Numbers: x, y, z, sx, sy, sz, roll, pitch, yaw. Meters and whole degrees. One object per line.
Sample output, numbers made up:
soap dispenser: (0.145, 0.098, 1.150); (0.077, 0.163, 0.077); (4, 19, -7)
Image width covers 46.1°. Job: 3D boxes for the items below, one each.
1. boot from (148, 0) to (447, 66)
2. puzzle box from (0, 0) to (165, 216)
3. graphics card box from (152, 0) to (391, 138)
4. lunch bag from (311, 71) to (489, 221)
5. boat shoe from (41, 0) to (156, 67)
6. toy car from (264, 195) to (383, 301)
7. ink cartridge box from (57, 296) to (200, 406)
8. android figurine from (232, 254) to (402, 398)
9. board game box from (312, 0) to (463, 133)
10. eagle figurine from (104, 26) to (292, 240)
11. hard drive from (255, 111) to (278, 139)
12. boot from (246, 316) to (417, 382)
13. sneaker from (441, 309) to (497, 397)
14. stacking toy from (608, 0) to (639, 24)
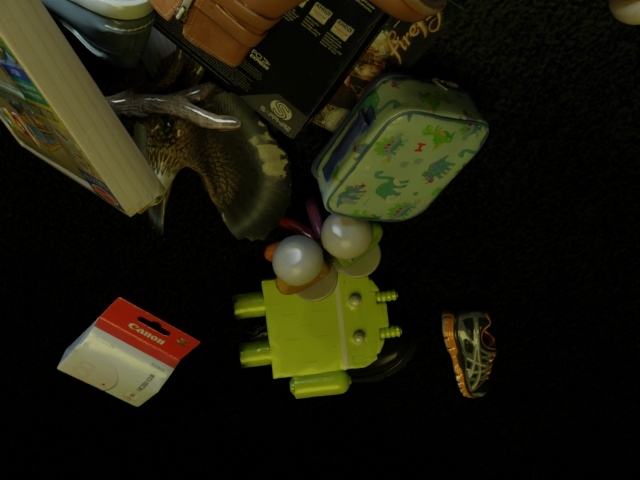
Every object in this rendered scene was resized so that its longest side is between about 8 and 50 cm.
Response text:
boot: (-0.040, -0.243, 0.711); (0.283, 0.109, 0.220); (39, 127, 1)
puzzle box: (-0.349, -0.189, 0.871); (0.409, 0.052, 0.272); (25, 151, 50)
graphics card box: (-0.012, -0.312, 0.785); (0.233, 0.094, 0.371); (38, 128, -2)
lunch bag: (0.100, -0.120, 1.000); (0.176, 0.090, 0.219); (3, 143, -31)
boat shoe: (-0.325, -0.297, 0.855); (0.320, 0.116, 0.099); (29, 138, 14)
toy car: (0.000, 0.000, 1.135); (0.182, 0.136, 0.159); (-29, 158, 2)
ink cartridge box: (-0.377, 0.226, 1.470); (0.189, 0.066, 0.232); (33, 134, -22)
android figurine: (-0.003, 0.135, 1.242); (0.273, 0.056, 0.248); (-5, 96, -2)
board game box: (0.033, -0.248, 0.936); (0.165, 0.042, 0.243); (23, 133, -24)
eagle figurine: (-0.184, -0.122, 1.011); (0.225, 0.226, 0.298); (-36, 159, -2)
hard drive: (-0.113, -0.140, 1.092); (0.094, 0.022, 0.135); (13, 135, -4)
boot: (0.016, 0.168, 1.323); (0.247, 0.094, 0.207); (-22, 131, 35)
sneaker: (0.274, 0.203, 1.330); (0.083, 0.084, 0.214); (-13, 130, 14)
stacking toy: (0.259, -0.372, 0.741); (0.330, 0.141, 0.141); (38, 128, -20)
